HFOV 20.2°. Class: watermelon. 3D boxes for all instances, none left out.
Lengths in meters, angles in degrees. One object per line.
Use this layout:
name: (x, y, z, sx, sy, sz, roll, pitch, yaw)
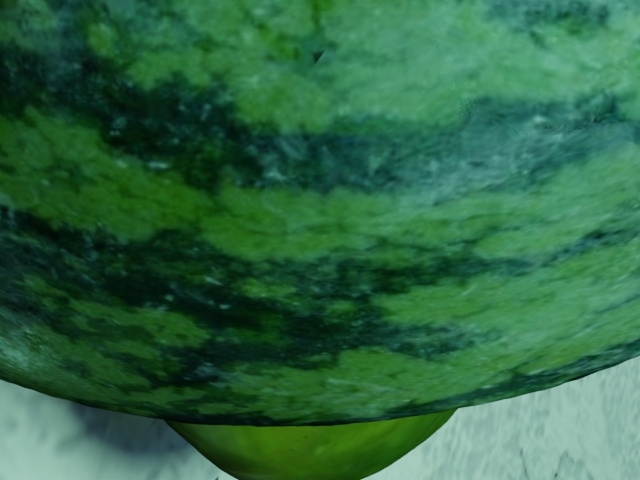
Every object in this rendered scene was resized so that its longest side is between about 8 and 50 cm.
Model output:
watermelon: (-0.002, -0.110, 0.485, 0.250, 0.283, 0.293, 91, 11, -72)

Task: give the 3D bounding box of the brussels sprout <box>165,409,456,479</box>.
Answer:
brussels sprout: (-0.002, 0.002, 0.660, 0.161, 0.144, 0.180, 49, 61, -4)
